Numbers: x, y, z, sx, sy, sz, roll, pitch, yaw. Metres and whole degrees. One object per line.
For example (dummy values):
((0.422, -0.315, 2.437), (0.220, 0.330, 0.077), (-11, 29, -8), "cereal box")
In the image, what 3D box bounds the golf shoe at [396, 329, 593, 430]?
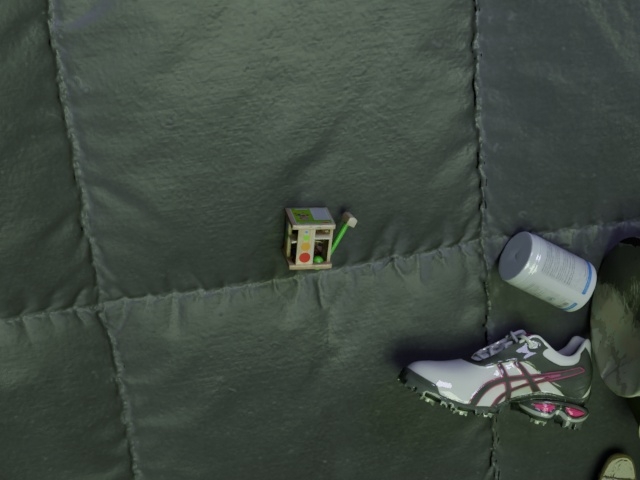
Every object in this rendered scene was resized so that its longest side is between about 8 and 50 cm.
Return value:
((0.226, 0.167, 1.691), (0.273, 0.105, 0.120), (9, 97, -23), "golf shoe")

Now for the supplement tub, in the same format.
((0.285, 0.040, 1.645), (0.107, 0.071, 0.071), (26, 107, -23), "supplement tub")

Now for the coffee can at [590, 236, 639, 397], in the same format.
((0.510, 0.105, 1.654), (0.275, 0.201, 0.201), (4, 114, -15), "coffee can")

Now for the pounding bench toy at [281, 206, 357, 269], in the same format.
((0.000, 0.000, 1.568), (0.083, 0.052, 0.065), (-1, 116, -13), "pounding bench toy")

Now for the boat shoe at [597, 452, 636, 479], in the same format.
((0.412, 0.363, 1.853), (0.056, 0.048, 0.153), (-1, 109, 1), "boat shoe")

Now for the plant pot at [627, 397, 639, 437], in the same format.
((0.453, 0.227, 1.770), (0.083, 0.079, 0.083), (-5, 117, -10), "plant pot")
